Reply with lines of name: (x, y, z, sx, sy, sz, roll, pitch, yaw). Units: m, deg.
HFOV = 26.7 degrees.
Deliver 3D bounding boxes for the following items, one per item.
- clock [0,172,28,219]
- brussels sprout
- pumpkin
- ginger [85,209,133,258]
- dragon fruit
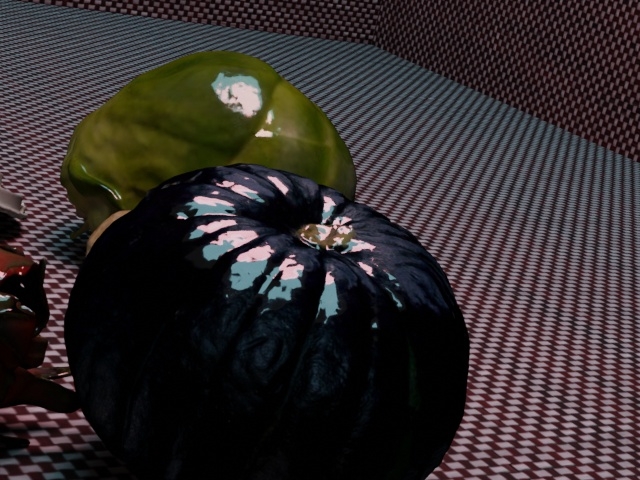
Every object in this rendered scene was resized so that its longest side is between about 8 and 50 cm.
clock: (-0.484, -0.089, 1.743, 0.236, 0.053, 0.236, 21, -5, 2)
brussels sprout: (-0.137, -0.082, 1.739, 0.371, 0.315, 0.276, 13, -8, 20)
pumpkin: (-0.046, 0.091, 1.199, 0.363, 0.266, 0.363, 22, 26, -11)
ginger: (-0.093, 0.049, 1.542, 0.354, 0.190, 0.126, 23, 3, -13)
dragon fruit: (-0.333, 0.085, 1.184, 0.193, 0.192, 0.274, 16, 3, 40)
